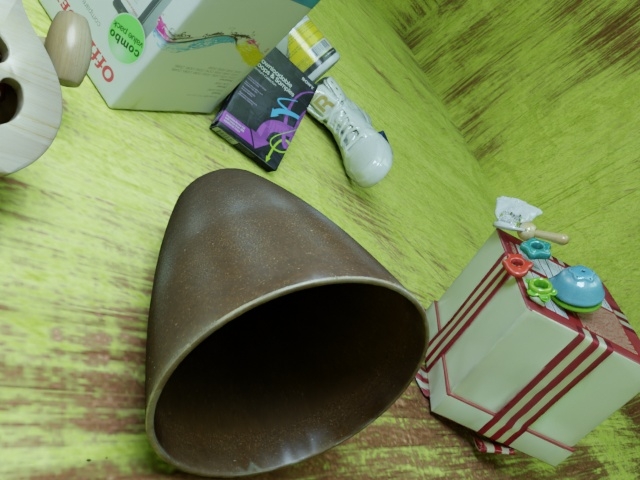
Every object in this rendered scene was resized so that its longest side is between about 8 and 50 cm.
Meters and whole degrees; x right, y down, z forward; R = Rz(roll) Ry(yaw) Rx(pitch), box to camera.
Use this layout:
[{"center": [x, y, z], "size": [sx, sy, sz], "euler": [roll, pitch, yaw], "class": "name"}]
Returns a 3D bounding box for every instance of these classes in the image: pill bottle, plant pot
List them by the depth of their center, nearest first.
[{"center": [-0.057, 0.039, 0.455], "size": [0.215, 0.215, 0.230], "euler": [29, 21, -42], "class": "plant pot"}, {"center": [-0.067, -0.422, 1.071], "size": [0.208, 0.119, 0.119], "euler": [49, 26, -10], "class": "pill bottle"}]

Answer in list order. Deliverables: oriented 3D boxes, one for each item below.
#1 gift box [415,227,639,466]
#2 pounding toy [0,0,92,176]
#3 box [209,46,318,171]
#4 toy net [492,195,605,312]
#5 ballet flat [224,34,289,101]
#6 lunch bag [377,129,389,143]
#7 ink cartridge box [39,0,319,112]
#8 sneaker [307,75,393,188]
[{"center": [0.293, 0.158, 0.821], "size": [0.276, 0.258, 0.255], "euler": [27, 29, -4], "class": "gift box"}, {"center": [-0.294, -0.115, 0.368], "size": [0.269, 0.154, 0.154], "euler": [-5, 90, -50], "class": "pounding toy"}, {"center": [-0.080, -0.201, 0.774], "size": [0.116, 0.029, 0.162], "euler": [35, 70, -34], "class": "box"}, {"center": [0.300, 0.015, 0.749], "size": [0.232, 0.122, 0.045], "euler": [-109, -167, -52], "class": "toy net"}, {"center": [-0.147, -0.420, 0.860], "size": [0.164, 0.182, 0.483], "euler": [6, 53, -54], "class": "ballet flat"}, {"center": [0.124, -0.203, 1.188], "size": [0.067, 0.065, 0.098], "euler": [63, 21, -19], "class": "lunch bag"}, {"center": [-0.155, -0.313, 0.612], "size": [0.198, 0.270, 0.197], "euler": [56, 27, 4], "class": "ink cartridge box"}, {"center": [0.039, -0.227, 1.041], "size": [0.169, 0.108, 0.292], "euler": [36, 21, -30], "class": "sneaker"}]
